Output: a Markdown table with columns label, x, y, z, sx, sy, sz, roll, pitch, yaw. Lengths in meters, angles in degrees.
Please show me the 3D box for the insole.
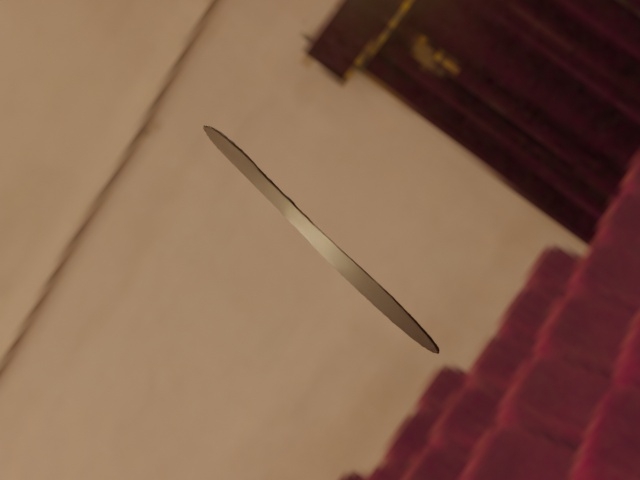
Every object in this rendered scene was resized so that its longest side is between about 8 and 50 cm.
| label | x | y | z | sx | sy | sz | roll | pitch | yaw |
| --- | --- | --- | --- | --- | --- | --- | --- | --- | --- |
| insole | 0.000 | 0.000 | 1.284 | 0.003 | 0.232 | 0.080 | -46 | 6 | -10 |
